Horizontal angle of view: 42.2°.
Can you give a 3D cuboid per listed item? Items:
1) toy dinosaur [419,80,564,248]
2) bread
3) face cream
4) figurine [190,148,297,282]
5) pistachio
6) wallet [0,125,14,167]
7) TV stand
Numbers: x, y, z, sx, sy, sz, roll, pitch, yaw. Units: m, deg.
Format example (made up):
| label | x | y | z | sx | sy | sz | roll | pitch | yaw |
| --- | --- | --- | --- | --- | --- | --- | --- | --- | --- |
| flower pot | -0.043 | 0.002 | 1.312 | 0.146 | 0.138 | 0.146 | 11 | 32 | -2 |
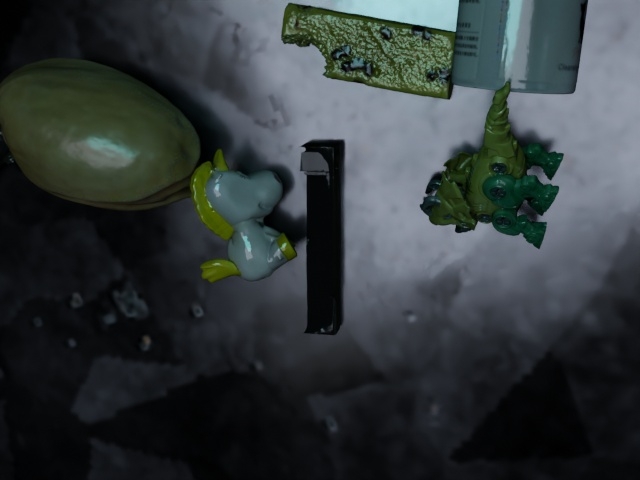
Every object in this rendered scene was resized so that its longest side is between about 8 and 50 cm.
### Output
| label | x | y | z | sx | sy | sz | roll | pitch | yaw |
| --- | --- | --- | --- | --- | --- | --- | --- | --- | --- |
| toy dinosaur | 0.215 | -0.082 | 0.975 | 0.153 | 0.094 | 0.259 | 15 | 144 | 1 |
| bread | 0.058 | -0.235 | 1.031 | 0.226 | 0.049 | 0.088 | 11 | 106 | 10 |
| face cream | 0.233 | -0.352 | 0.912 | 0.145 | 0.145 | 0.370 | 7 | 106 | 10 |
| figurine | -0.102 | -0.033 | 1.076 | 0.129 | 0.109 | 0.178 | -17 | 107 | -30 |
| pistachio | -0.293 | -0.135 | 1.076 | 0.293 | 0.162 | 0.182 | 21 | 74 | 8 |
| wallet | -0.543 | -0.174 | 1.180 | 0.250 | 0.044 | 0.149 | 43 | 112 | -1 |
| TV stand | 0.000 | 0.000 | 1.106 | 0.049 | 0.040 | 0.257 | 3 | 104 | 12 |
